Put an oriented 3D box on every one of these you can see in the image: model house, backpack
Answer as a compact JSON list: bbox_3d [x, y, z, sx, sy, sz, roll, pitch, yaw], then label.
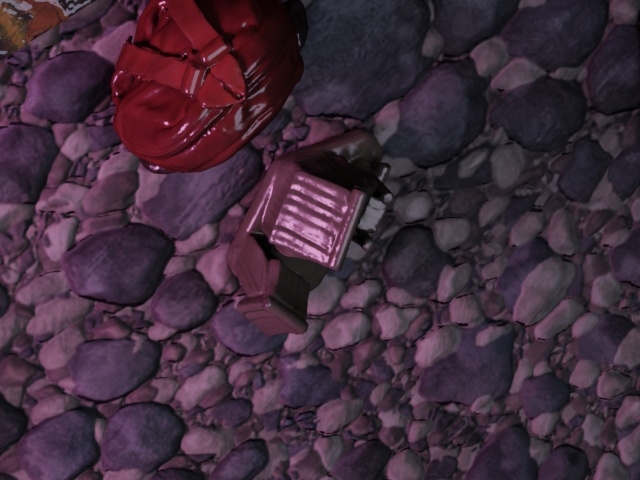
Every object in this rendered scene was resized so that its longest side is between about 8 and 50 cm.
[{"bbox_3d":[-0.007,-0.005,1.762,0.122,0.188,0.229,25,102,-18],"label":"model house"},{"bbox_3d":[-0.106,-0.160,1.596,0.229,0.229,0.139,-47,122,3],"label":"backpack"}]

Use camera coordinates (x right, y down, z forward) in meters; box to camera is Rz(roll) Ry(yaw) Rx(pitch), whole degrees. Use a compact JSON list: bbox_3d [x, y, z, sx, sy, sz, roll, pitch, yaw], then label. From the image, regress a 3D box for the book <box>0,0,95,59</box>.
[{"bbox_3d":[-0.277,-0.273,1.570,0.228,0.024,0.160,-33,123,-7],"label":"book"}]
